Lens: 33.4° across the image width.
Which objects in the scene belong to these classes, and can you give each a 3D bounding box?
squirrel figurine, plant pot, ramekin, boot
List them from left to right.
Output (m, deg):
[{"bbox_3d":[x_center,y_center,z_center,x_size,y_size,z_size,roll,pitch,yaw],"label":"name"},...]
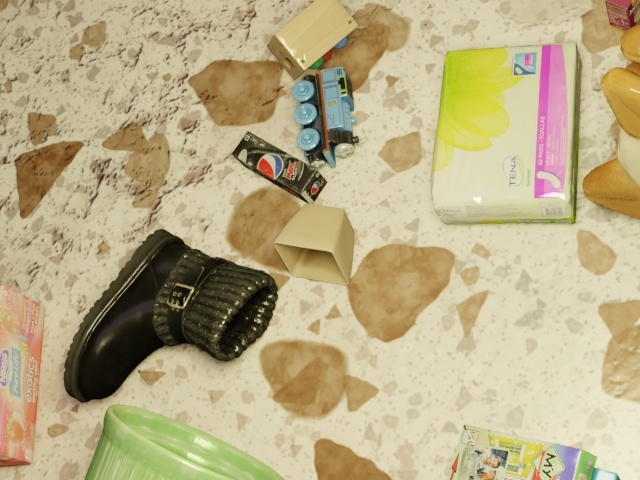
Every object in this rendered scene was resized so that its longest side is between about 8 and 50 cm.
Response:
[{"bbox_3d":[-0.255,0.161,1.799,0.260,0.131,0.348,26,80,28],"label":"boot"},{"bbox_3d":[-0.212,0.378,1.607,0.303,0.303,0.148,23,86,27],"label":"ramekin"},{"bbox_3d":[0.000,0.000,1.785,0.109,0.109,0.096,8,60,24],"label":"plant pot"},{"bbox_3d":[0.622,-0.209,1.534,0.397,0.281,0.370,25,62,29],"label":"squirrel figurine"}]

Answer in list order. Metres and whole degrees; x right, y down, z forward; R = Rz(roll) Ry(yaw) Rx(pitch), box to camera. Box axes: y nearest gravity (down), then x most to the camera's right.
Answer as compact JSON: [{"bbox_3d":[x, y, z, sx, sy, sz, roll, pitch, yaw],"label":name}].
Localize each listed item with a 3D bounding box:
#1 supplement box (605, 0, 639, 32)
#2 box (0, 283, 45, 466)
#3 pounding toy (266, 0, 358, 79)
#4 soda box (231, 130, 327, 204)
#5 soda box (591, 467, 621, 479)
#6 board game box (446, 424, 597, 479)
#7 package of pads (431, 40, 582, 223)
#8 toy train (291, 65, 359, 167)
[{"bbox_3d":[0.502,-0.386,1.748,0.043,0.083,0.055,31,84,29],"label":"supplement box"},{"bbox_3d":[-0.599,0.245,1.894,0.154,0.142,0.300,-8,67,18],"label":"box"},{"bbox_3d":[0.012,-0.386,1.930,0.206,0.181,0.094,-41,97,-7],"label":"pounding toy"},{"bbox_3d":[-0.073,-0.128,1.884,0.169,0.060,0.053,30,83,28],"label":"soda box"},{"bbox_3d":[0.360,0.422,1.489,0.071,0.067,0.210,11,74,25],"label":"soda box"},{"bbox_3d":[0.249,0.431,1.497,0.213,0.046,0.317,2,68,49],"label":"board game box"},{"bbox_3d":[0.300,-0.173,1.732,0.229,0.101,0.297,-1,69,21],"label":"package of pads"},{"bbox_3d":[0.010,-0.216,1.879,0.105,0.080,0.184,-11,66,11],"label":"toy train"}]
